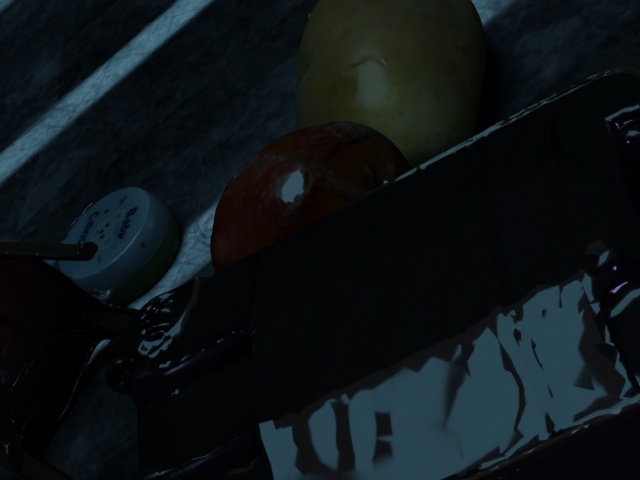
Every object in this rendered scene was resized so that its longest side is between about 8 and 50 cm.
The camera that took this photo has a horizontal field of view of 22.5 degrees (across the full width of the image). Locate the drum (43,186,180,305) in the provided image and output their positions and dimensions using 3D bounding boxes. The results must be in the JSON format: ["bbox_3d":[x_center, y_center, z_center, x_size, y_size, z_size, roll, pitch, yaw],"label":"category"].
[{"bbox_3d":[-0.233,0.005,1.516,0.253,0.049,0.130,-1,52,45],"label":"drum"}]

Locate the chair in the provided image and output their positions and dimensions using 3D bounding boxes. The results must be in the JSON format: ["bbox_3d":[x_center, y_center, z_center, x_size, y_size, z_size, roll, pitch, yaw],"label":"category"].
[{"bbox_3d":[-0.281,0.101,1.353,0.326,0.175,0.183,8,67,42],"label":"chair"}]

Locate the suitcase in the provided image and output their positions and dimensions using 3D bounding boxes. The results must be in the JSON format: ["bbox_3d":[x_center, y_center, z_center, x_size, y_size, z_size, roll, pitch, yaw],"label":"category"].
[{"bbox_3d":[0.076,0.097,0.969,0.434,0.194,0.283,-29,40,19],"label":"suitcase"}]

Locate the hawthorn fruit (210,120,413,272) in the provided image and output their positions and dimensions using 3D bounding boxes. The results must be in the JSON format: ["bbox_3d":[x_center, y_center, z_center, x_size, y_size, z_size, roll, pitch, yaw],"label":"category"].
[{"bbox_3d":[0.000,0.000,1.188,0.173,0.173,0.173,-27,37,22],"label":"hawthorn fruit"}]

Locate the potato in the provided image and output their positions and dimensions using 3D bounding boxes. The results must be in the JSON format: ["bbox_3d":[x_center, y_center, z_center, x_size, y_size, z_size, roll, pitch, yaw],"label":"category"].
[{"bbox_3d":[0.052,-0.135,1.318,0.150,0.146,0.233,-52,21,43],"label":"potato"}]
